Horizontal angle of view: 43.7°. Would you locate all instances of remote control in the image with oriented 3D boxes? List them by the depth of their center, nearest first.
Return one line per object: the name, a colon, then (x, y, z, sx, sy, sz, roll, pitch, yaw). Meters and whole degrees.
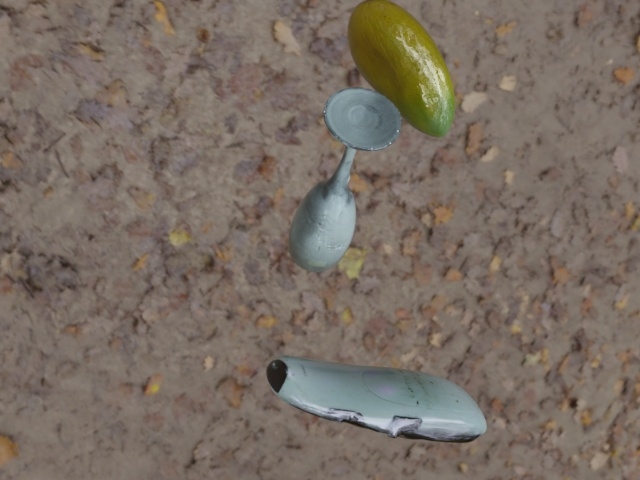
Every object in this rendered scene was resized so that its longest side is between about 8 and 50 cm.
remote control: (0.065, 0.158, 0.814, 0.256, 0.097, 0.045, 13, 113, -25)

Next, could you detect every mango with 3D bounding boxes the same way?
mango: (0.132, -0.271, 1.240, 0.091, 0.137, 0.237, -41, 84, -26)

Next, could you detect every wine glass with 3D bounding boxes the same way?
wine glass: (0.000, 0.000, 1.033, 0.096, 0.264, 0.309, 18, 146, -2)
